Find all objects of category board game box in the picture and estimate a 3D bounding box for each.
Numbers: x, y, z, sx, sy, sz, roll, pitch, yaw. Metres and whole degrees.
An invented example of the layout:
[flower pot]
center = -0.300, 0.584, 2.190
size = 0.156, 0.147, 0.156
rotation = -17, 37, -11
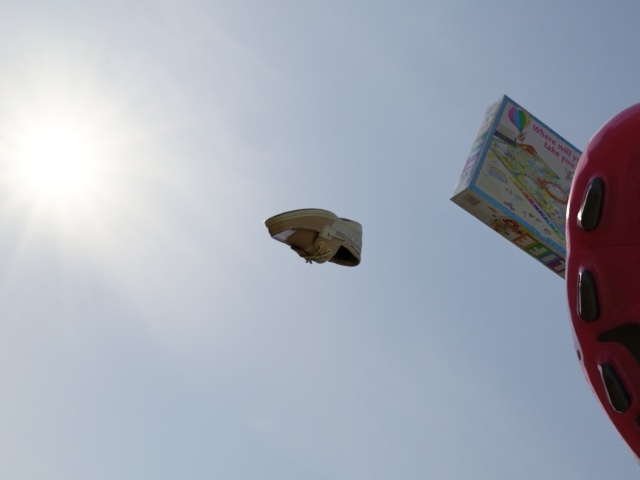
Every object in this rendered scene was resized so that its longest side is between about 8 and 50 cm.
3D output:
[board game box]
center = 0.187, -0.034, 0.680
size = 0.154, 0.103, 0.026
rotation = 34, -31, -12

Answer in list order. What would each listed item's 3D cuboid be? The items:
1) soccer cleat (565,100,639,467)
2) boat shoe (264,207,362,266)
[soccer cleat]
center = 0.211, 0.089, 0.424
size = 0.116, 0.143, 0.331
rotation = -20, -90, 22
[boat shoe]
center = 0.000, 0.000, 0.804
size = 0.050, 0.135, 0.045
rotation = -21, -109, 36
